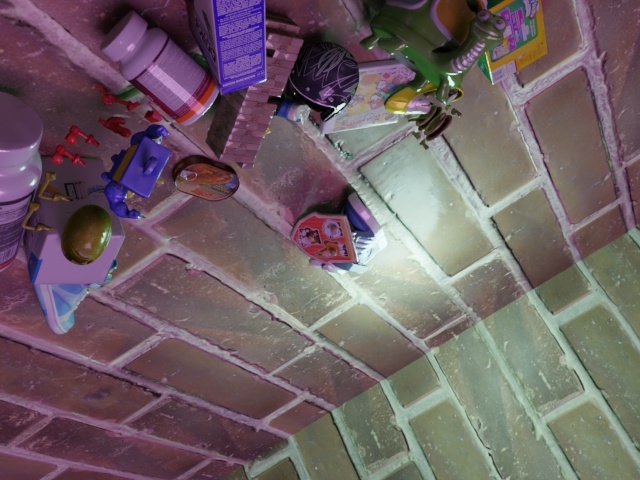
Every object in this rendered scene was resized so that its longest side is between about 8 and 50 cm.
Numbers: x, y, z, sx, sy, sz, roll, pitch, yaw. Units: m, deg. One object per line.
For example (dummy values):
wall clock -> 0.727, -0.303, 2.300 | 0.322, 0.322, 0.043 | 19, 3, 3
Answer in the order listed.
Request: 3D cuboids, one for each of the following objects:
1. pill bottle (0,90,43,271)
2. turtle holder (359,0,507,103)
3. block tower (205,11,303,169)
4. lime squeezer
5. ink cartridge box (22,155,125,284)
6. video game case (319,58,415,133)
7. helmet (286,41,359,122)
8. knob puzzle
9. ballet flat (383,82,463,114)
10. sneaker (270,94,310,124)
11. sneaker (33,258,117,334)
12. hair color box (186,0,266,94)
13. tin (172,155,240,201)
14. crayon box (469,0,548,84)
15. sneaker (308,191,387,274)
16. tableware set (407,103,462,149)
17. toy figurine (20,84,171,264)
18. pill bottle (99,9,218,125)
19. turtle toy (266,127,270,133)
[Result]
pill bottle -> -0.680, -0.110, 1.620 | 0.210, 0.210, 0.363 | -1, 140, -35
turtle holder -> 0.246, -0.457, 1.736 | 0.227, 0.243, 0.320 | -52, -177, 3
block tower -> -0.148, -0.320, 1.749 | 0.097, 0.091, 0.336 | 2, 123, -37
lime squeezer -> -0.280, -0.347, 1.720 | 0.310, 0.059, 0.110 | -15, 146, -20
ink cartridge box -> -0.557, -0.045, 1.783 | 0.168, 0.233, 0.171 | 1, 139, -34
video game case -> 0.120, -0.361, 2.023 | 0.227, 0.026, 0.206 | -12, 146, -23
helmet -> 0.007, -0.361, 1.807 | 0.169, 0.169, 0.161 | -17, 164, -15
knob puzzle -> 0.000, 0.000, 2.353 | 0.213, 0.030, 0.213 | 12, 132, 13
ballet flat -> 0.270, -0.360, 2.050 | 0.231, 0.077, 0.077 | -22, 148, -29
sneaker -> -0.078, -0.316, 1.923 | 0.152, 0.084, 0.058 | -32, 144, -74
sneaker -> -0.618, 0.122, 2.084 | 0.208, 0.127, 0.319 | -15, 147, -16
hair color box -> -0.179, -0.448, 1.482 | 0.110, 0.185, 0.339 | -20, 156, -14
tin -> -0.285, -0.153, 2.017 | 0.106, 0.040, 0.189 | -45, 144, 20
crayon box -> 0.456, -0.525, 1.981 | 0.165, 0.081, 0.278 | -30, 148, 4
sneaker -> 0.064, 0.004, 2.410 | 0.236, 0.130, 0.323 | -32, 154, 1
tableware set -> 0.286, -0.312, 2.099 | 0.039, 0.194, 0.128 | 41, 102, -18
toy figurine -> -0.402, -0.132, 1.584 | 0.191, 0.217, 0.363 | 37, 71, -33
pill bottle -> -0.314, -0.337, 1.587 | 0.121, 0.121, 0.221 | -39, 121, 19
turtle toy -> -0.171, -0.267, 1.904 | 0.095, 0.066, 0.130 | -25, 149, -1
